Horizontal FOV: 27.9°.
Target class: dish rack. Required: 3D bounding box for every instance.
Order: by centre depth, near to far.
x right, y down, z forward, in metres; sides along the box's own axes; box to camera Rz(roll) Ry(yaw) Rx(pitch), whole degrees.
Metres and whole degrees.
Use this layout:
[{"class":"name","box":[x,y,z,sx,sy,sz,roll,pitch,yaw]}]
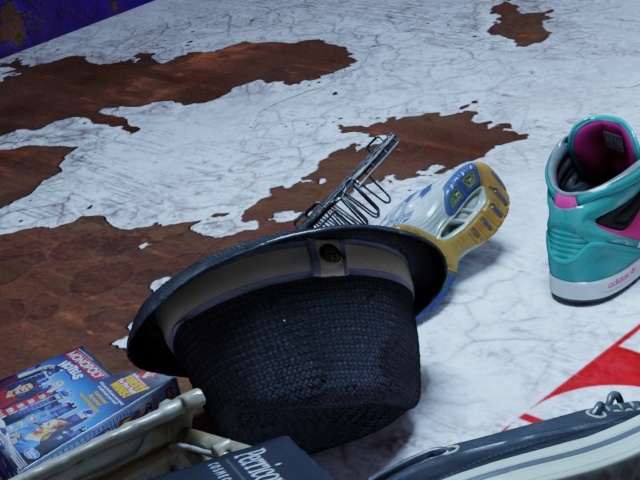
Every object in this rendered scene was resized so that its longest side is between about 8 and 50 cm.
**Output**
[{"class":"dish rack","box":[0.000,0.000,1.437,0.271,0.074,0.208,-46,3,37]}]

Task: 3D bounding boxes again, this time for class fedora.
[{"class":"fedora","box":[-0.014,0.117,1.250,0.334,0.334,0.152,-14,64,-8]}]

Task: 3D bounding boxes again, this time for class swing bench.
[{"class":"swing bench","box":[-0.169,0.251,1.060,0.253,0.165,0.255,-24,28,-26]}]

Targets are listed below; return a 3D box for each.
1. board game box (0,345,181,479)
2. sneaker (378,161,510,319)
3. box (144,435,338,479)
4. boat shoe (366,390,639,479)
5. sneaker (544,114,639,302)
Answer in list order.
[{"class":"board game box","box":[-0.251,0.185,1.351,0.194,0.060,0.194,-21,27,-24]},{"class":"sneaker","box":[0.102,0.020,1.541,0.296,0.112,0.131,-37,9,-33]},{"class":"box","box":[-0.146,0.334,0.584,0.472,0.297,0.480,-15,6,-14]},{"class":"boat shoe","box":[0.228,0.198,0.947,0.500,0.186,0.156,-7,4,-26]},{"class":"sneaker","box":[0.354,-0.070,1.509,0.124,0.178,0.295,11,33,38]}]
